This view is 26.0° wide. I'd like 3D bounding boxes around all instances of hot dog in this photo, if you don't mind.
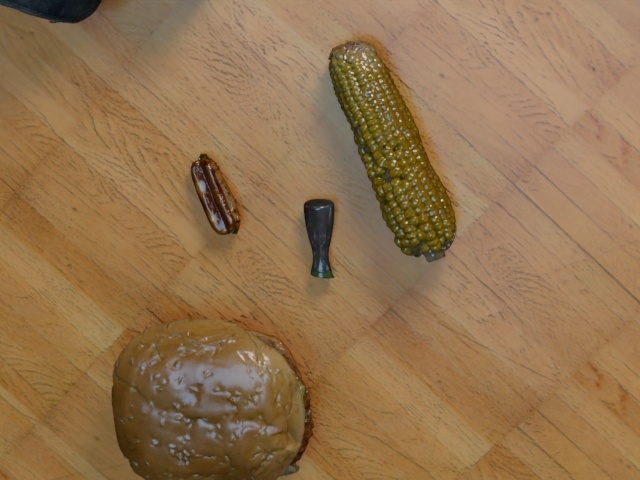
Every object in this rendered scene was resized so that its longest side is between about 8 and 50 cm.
[{"bbox_3d":[-0.145,-0.064,1.931,0.049,0.037,0.122,-16,97,24],"label":"hot dog"}]

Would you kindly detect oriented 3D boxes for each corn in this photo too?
[{"bbox_3d":[0.096,-0.117,1.850,0.097,0.097,0.319,-22,99,14],"label":"corn"}]

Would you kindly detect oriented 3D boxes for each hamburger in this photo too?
[{"bbox_3d":[-0.154,0.235,1.960,0.283,0.144,0.259,-5,102,4],"label":"hamburger"}]

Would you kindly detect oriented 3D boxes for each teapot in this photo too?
[{"bbox_3d":[0.000,0.000,1.922,0.043,0.043,0.110,0,108,9],"label":"teapot"}]

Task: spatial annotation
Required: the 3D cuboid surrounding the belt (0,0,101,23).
[{"bbox_3d":[-0.405,-0.372,1.794,0.268,0.206,0.116,23,107,-10],"label":"belt"}]
